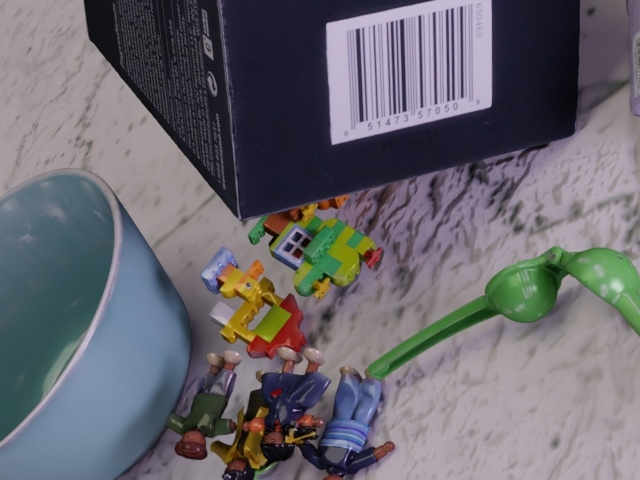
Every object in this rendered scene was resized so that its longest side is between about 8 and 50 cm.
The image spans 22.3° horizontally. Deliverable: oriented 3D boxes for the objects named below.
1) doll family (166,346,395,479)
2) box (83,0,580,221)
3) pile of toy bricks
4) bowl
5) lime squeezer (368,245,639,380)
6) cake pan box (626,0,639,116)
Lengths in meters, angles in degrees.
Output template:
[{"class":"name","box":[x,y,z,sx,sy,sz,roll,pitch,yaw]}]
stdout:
[{"class":"doll family","box":[-0.032,0.149,1.273,0.193,0.076,0.111,-9,49,39]},{"class":"box","box":[-0.011,-0.220,1.336,0.293,0.212,0.395,-15,32,-19]},{"class":"pile of toy bricks","box":[0.000,0.000,1.355,0.105,0.118,0.212,31,73,22]},{"class":"bowl","box":[-0.236,0.108,1.451,0.311,0.163,0.312,-27,43,29]},{"class":"lime squeezer","box":[0.166,0.059,1.159,0.310,0.059,0.110,2,88,43]},{"class":"cake pan box","box":[0.311,-0.235,1.149,0.246,0.070,0.267,131,151,-51]}]
